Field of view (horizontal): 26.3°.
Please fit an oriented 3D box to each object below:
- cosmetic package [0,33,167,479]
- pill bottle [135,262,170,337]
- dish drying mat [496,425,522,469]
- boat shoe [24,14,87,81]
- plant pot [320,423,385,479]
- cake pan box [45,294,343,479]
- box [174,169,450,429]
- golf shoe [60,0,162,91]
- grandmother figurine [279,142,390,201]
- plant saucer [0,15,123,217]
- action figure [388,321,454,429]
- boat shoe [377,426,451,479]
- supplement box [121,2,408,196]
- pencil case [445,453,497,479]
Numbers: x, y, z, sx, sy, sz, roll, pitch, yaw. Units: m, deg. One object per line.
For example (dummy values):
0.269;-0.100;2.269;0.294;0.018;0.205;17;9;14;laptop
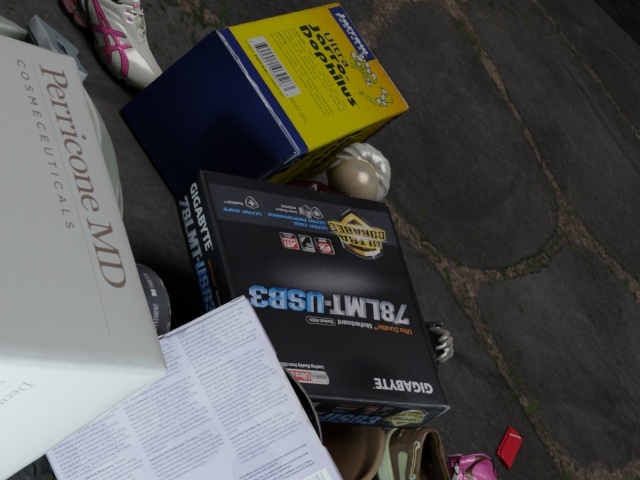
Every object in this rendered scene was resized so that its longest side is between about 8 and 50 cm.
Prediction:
-0.404;0.021;1.087;0.394;0.327;0.329;12;51;-51;cosmetic package
-0.282;0.072;1.400;0.246;0.130;0.130;12;51;-49;pill bottle
0.289;0.315;2.087;0.032;0.008;0.083;53;30;-6;dish drying mat
-0.309;-0.186;1.489;0.065;0.083;0.183;39;7;-27;boat shoe
-0.047;0.211;1.603;0.237;0.110;0.237;27;41;-26;plant pot
-0.128;0.217;1.379;0.245;0.267;0.070;61;-12;8;cake pan box
-0.009;0.073;1.613;0.296;0.073;0.293;10;51;-38;box
-0.264;-0.281;1.811;0.186;0.086;0.067;53;29;-7;golf shoe
0.000;0.000;1.805;0.208;0.104;0.342;48;50;-21;grandmother figurine
-0.356;-0.131;1.524;0.400;0.100;0.400;34;37;-31;plant saucer
0.094;0.172;1.812;0.141;0.164;0.276;27;24;29;action figure
0.138;0.356;1.706;0.095;0.095;0.257;-8;80;-46;boat shoe
-0.066;-0.181;1.883;0.195;0.194;0.356;57;31;2;supplement box
0.208;0.390;1.824;0.098;0.095;0.209;66;9;-57;pencil case
